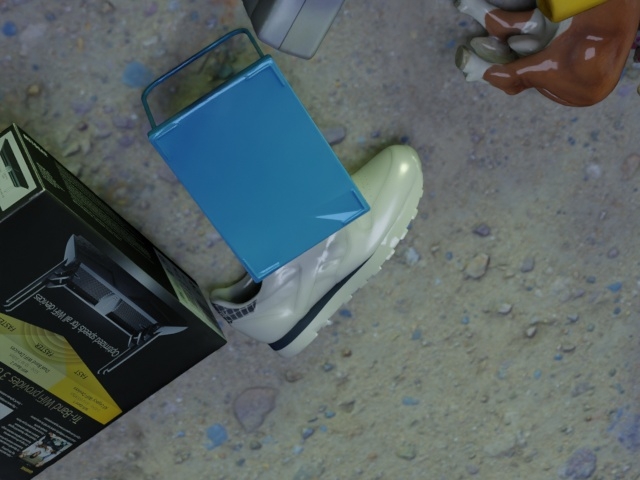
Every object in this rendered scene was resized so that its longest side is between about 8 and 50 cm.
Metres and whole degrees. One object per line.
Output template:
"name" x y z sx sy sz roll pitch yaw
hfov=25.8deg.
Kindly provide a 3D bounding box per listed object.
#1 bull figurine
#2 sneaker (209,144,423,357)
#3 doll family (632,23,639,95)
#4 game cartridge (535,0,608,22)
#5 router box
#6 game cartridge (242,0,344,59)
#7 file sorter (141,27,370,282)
"bull figurine" 0.224 -0.257 1.181 0.188 0.101 0.310 5 115 -15
"sneaker" 0.000 0.000 1.271 0.094 0.090 0.235 34 103 -19
"doll family" 0.383 -0.218 1.208 0.263 0.163 0.118 -23 122 -3
"game cartridge" 0.287 -0.348 1.054 0.323 0.053 0.285 -22 123 -2
"router box" -0.254 0.069 1.171 0.243 0.081 0.309 -35 145 4
"game cartridge" 0.034 -0.323 0.979 0.068 0.230 0.355 22 113 -20
"file sorter" -0.058 -0.077 1.195 0.118 0.104 0.170 -32 121 4
